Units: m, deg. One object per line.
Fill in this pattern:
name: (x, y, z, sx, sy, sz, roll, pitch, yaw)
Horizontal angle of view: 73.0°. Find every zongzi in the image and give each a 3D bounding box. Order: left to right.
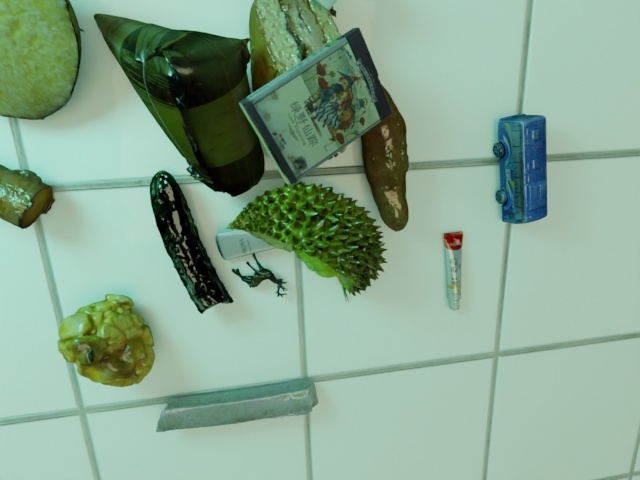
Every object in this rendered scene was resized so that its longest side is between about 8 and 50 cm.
zongzi: (-0.255, -0.244, 0.785, 0.154, 0.318, 0.289, -43, 148, -32)

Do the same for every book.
book: (0.003, -0.217, 0.711, 0.231, 0.026, 0.157, -37, 122, -10)

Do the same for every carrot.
carrot: (-0.619, -0.110, 0.758, 0.263, 0.102, 0.101, 25, 100, -11)

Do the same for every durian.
durian: (0.009, 0.000, 0.866, 0.356, 0.170, 0.157, 34, 56, -34)

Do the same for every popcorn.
popcorn: (-0.424, 0.197, 0.858, 0.141, 0.163, 0.194, -20, 143, 15)

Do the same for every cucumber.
cucumber: (-0.268, 0.009, 0.861, 0.081, 0.072, 0.303, -22, 108, -1)

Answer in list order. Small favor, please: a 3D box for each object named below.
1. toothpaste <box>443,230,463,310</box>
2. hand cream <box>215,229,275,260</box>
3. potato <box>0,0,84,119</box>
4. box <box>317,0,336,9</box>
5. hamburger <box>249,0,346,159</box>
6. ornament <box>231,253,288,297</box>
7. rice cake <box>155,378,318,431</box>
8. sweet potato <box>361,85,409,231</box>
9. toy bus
toothpaste: (0.312, 0.073, 1.013, 0.048, 0.031, 0.190, -7, 105, -5)
hand cream: (-0.087, -0.015, 0.899, 0.256, 0.048, 0.079, -15, 132, -7)
potato: (-0.498, -0.340, 0.665, 0.240, 0.115, 0.299, 2, 138, -22)
box: (-0.048, -0.506, 0.708, 0.233, 0.149, 0.067, 30, 138, -18)
hamburger: (-0.042, -0.279, 0.774, 0.156, 0.245, 0.282, -17, 69, -30)
ornament: (-0.123, 0.086, 0.930, 0.073, 0.028, 0.125, -37, 118, 24)
rice cake: (-0.187, 0.380, 0.996, 0.366, 0.056, 0.072, -5, 107, -9)
sweet potato: (0.128, -0.191, 0.866, 0.106, 0.096, 0.354, -41, 120, -45)
toy bus: (0.433, -0.149, 0.933, 0.079, 0.094, 0.236, -14, 108, -7)
